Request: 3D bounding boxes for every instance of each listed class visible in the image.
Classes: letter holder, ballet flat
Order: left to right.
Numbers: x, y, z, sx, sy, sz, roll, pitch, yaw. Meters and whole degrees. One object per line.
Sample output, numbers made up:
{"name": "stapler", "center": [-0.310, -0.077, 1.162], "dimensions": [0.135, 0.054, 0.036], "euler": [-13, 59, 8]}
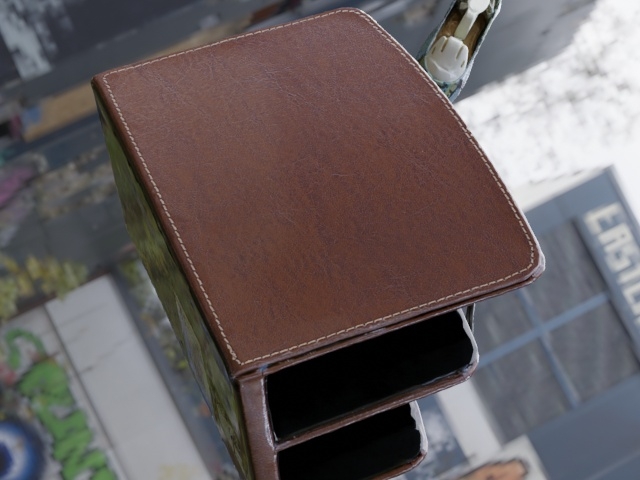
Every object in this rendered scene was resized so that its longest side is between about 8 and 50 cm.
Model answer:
{"name": "letter holder", "center": [0.000, 0.000, 1.003], "dimensions": [0.152, 0.214, 0.302], "euler": [83, -17, -45]}
{"name": "ballet flat", "center": [0.159, -0.238, 1.759], "dimensions": [0.070, 0.188, 0.070], "euler": [22, -18, 8]}

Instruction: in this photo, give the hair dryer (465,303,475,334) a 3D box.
{"name": "hair dryer", "center": [0.103, -0.019, 1.490], "dimensions": [0.223, 0.080, 0.294], "euler": [-32, -125, 49]}
